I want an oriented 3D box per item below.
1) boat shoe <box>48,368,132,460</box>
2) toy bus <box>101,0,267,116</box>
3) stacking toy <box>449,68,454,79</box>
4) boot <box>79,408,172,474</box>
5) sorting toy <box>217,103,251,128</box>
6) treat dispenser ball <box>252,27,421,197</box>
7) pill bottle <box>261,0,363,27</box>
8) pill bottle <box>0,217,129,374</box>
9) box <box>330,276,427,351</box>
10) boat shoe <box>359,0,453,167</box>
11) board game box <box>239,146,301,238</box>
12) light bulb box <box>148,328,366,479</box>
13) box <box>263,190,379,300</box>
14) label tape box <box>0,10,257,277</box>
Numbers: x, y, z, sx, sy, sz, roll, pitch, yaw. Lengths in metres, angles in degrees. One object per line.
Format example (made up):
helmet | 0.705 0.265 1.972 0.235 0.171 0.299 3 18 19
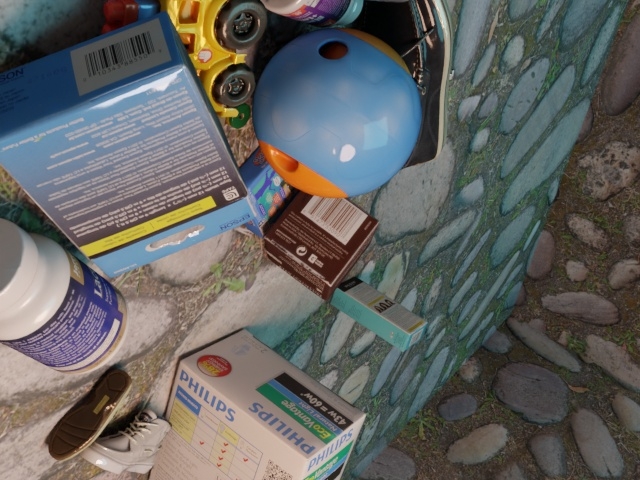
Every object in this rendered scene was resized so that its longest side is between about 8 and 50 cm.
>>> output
boat shoe | -0.411 0.324 1.375 0.190 0.068 0.072 -47 167 -20
toy bus | -0.200 -0.275 1.025 0.211 0.149 0.220 -18 137 -35
stacking toy | 0.244 -0.312 1.842 0.221 0.052 0.167 -40 148 -32
boot | -0.375 0.383 1.477 0.123 0.095 0.258 -60 165 -11
sorting toy | -0.227 -0.148 1.202 0.274 0.046 0.132 -26 139 -49
treat dispenser ball | 0.028 -0.216 1.288 0.288 0.288 0.288 -41 149 -32
pill bottle | -0.010 -0.408 1.231 0.193 0.108 0.108 -7 124 -58
pill bottle | -0.389 0.081 1.044 0.153 0.153 0.264 -53 154 -12
box | 0.153 0.193 2.003 0.100 0.244 0.060 -23 137 -50
boat shoe | 0.147 -0.337 1.468 0.156 0.187 0.500 -34 138 -24
board game box | -0.083 -0.128 1.472 0.210 0.047 0.160 -49 152 -17
light bulb box | -0.146 0.452 1.634 0.225 0.358 0.361 -22 138 -53
box | 0.000 0.000 1.557 0.167 0.168 0.203 -53 173 -12
label tape box | -0.251 -0.109 1.015 0.249 0.115 0.347 -22 150 -1
